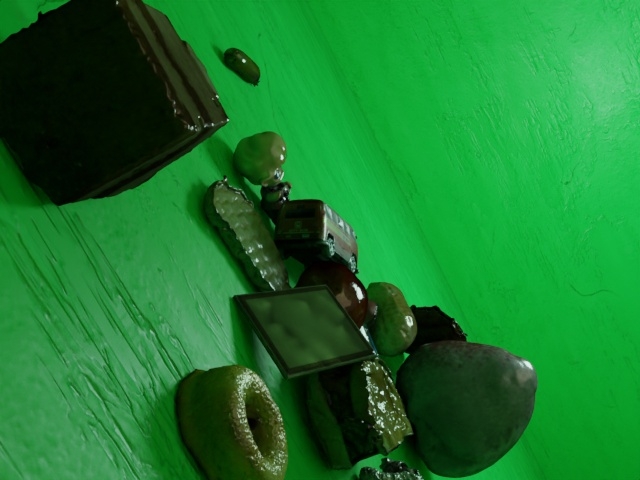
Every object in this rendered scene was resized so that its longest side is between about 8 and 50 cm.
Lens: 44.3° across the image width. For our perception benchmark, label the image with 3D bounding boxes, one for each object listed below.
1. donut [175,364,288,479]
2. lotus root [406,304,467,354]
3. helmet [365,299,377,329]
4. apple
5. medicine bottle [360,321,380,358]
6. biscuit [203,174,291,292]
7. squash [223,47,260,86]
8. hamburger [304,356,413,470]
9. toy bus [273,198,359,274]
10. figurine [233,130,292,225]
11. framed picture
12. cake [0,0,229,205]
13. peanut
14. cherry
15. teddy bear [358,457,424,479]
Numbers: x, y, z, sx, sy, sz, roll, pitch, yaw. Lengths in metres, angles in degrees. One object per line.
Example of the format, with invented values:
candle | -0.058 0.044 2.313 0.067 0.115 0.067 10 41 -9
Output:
donut | -0.103 0.245 1.015 0.190 0.074 0.174 67 14 4
lotus root | 0.274 0.254 2.087 0.167 0.078 0.329 48 -20 -5
helmet | 0.101 0.175 1.883 0.049 0.065 0.084 33 46 -22
apple | 0.017 0.123 1.511 0.158 0.147 0.156 -80 164 -64
medicine bottle | 0.060 0.201 1.645 0.229 0.083 0.121 67 17 12
biscuit | -0.125 -0.002 1.417 0.274 0.036 0.187 57 16 -26
squash | -0.180 -0.413 1.876 0.052 0.052 0.183 69 12 15
hamburger | 0.061 0.289 1.401 0.211 0.132 0.309 68 14 12
toy bus | 0.000 0.000 1.623 0.265 0.121 0.120 37 54 -64
figurine | -0.101 -0.122 1.581 0.114 0.108 0.196 -45 120 -43
framed picture | -0.020 0.146 1.316 0.231 0.010 0.173 -2 47 -48
cake | -0.249 -0.177 0.977 0.196 0.198 0.293 58 11 -5
peanut | 0.168 0.192 1.960 0.129 0.129 0.224 49 21 -46
cherry | 0.341 0.401 1.878 0.291 0.334 0.326 71 26 -61
teddy bear | 0.157 0.473 1.488 0.213 0.111 0.133 32 39 -62
